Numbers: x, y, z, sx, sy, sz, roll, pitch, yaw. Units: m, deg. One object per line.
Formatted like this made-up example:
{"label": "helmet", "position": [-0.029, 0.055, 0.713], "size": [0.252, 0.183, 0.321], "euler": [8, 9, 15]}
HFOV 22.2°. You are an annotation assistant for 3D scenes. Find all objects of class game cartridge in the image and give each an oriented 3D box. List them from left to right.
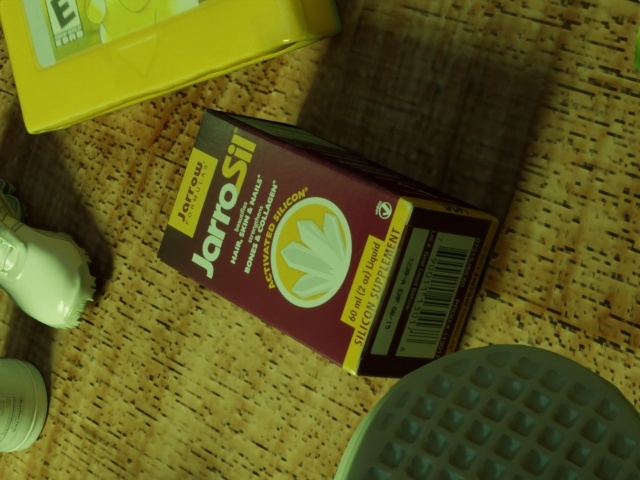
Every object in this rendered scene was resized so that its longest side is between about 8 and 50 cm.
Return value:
{"label": "game cartridge", "position": [-0.139, -0.257, 1.100], "size": [0.285, 0.053, 0.323], "euler": [-14, 92, 41]}

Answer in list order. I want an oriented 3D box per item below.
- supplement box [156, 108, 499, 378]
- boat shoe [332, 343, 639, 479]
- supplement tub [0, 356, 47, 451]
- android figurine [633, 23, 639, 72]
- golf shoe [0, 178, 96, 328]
{"label": "supplement box", "position": [0.000, 0.000, 0.966], "size": [0.188, 0.081, 0.104], "euler": [27, 102, 43]}
{"label": "boat shoe", "position": [0.096, 0.289, 0.626], "size": [0.187, 0.156, 0.500], "euler": [-11, 73, -1]}
{"label": "supplement tub", "position": [-0.260, 0.117, 1.176], "size": [0.071, 0.107, 0.071], "euler": [-8, 79, 42]}
{"label": "android figurine", "position": [0.228, -0.205, 0.773], "size": [0.248, 0.056, 0.273], "euler": [-4, 66, 43]}
{"label": "golf shoe", "position": [-0.235, 0.009, 1.186], "size": [0.176, 0.086, 0.069], "euler": [35, 105, 39]}
